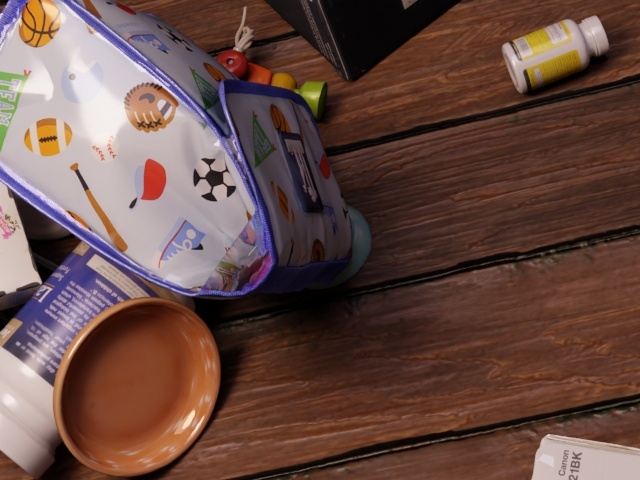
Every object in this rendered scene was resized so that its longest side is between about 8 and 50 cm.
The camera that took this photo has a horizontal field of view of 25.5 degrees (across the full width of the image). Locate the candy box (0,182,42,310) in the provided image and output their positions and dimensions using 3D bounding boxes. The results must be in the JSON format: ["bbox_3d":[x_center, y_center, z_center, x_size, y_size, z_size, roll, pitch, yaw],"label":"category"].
[{"bbox_3d":[-0.434,0.012,1.610,0.196,0.070,0.165,-16,76,-15],"label":"candy box"}]

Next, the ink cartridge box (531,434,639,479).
[{"bbox_3d":[0.244,0.315,1.230,0.114,0.273,0.197,5,62,20],"label":"ink cartridge box"}]

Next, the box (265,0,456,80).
[{"bbox_3d":[0.044,-0.415,1.795,0.296,0.182,0.294,-38,55,-8],"label":"box"}]

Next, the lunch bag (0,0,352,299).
[{"bbox_3d":[-0.149,-0.088,1.493,0.385,0.328,0.239,40,101,12],"label":"lunch bag"}]

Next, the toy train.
[{"bbox_3d":[-0.055,-0.187,1.738,0.143,0.105,0.248,8,62,10],"label":"toy train"}]

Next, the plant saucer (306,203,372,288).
[{"bbox_3d":[0.000,0.000,1.649,0.119,0.021,0.119,-7,58,12],"label":"plant saucer"}]

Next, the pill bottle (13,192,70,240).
[{"bbox_3d":[-0.343,-0.107,1.765,0.108,0.108,0.193,-6,58,13],"label":"pill bottle"}]

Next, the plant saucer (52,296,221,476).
[{"bbox_3d":[-0.200,0.155,1.520,0.200,0.200,0.037,-49,35,-15],"label":"plant saucer"}]

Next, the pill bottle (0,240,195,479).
[{"bbox_3d":[-0.276,0.126,1.576,0.153,0.153,0.264,30,71,30],"label":"pill bottle"}]

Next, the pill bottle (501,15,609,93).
[{"bbox_3d":[0.280,-0.223,1.674,0.116,0.065,0.065,-21,56,4],"label":"pill bottle"}]

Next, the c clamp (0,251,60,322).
[{"bbox_3d":[-0.341,0.047,1.726,0.161,0.022,0.137,19,73,26],"label":"c clamp"}]
